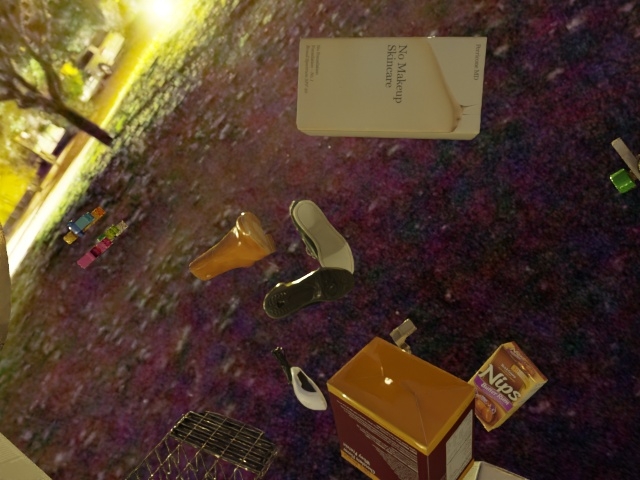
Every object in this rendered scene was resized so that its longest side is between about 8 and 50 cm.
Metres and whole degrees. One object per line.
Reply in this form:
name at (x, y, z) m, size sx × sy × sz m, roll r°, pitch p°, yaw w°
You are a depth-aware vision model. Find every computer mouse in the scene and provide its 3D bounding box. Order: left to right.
computer mouse at (-0.050, 0.324, 1.117) m, size 0.042 × 0.106 × 0.193 m, roll -28°, pitch 27°, yaw -20°

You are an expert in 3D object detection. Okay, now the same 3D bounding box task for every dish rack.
dish rack at (-0.199, 0.385, 0.749) m, size 0.208 × 0.074 × 0.271 m, roll 13°, pitch 31°, yaw 22°

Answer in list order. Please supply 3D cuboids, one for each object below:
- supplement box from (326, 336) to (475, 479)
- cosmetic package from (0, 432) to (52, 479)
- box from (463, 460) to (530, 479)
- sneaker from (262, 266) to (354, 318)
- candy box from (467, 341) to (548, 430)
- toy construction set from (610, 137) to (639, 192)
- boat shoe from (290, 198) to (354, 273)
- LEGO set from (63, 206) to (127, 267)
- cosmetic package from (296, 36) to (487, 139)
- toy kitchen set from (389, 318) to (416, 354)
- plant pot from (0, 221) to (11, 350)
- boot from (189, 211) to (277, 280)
supplement box at (0.132, 0.299, 0.800) m, size 0.191 × 0.194 × 0.129 m, roll 21°, pitch 43°, yaw 41°
cosmetic package at (-0.429, 0.344, 0.624) m, size 0.238 × 0.107 × 0.127 m, roll 32°, pitch 88°, yaw 14°
box at (0.404, 0.619, 1.176) m, size 0.121 × 0.311 × 0.148 m, roll 16°, pitch 71°, yaw 17°
sneaker at (-0.035, 0.121, 1.197) m, size 0.227 × 0.087 × 0.130 m, roll -22°, pitch 4°, yaw -13°
candy box at (0.410, 0.332, 1.121) m, size 0.109 × 0.053 × 0.187 m, roll 55°, pitch 132°, yaw 37°
toy construction set at (0.605, -0.138, 0.794) m, size 0.237 × 0.309 × 0.257 m, roll -42°, pitch 19°, yaw 26°
boat shoe at (0.000, 0.000, 1.314) m, size 0.095 × 0.254 × 0.079 m, roll -42°, pitch 20°, yaw -9°
LEGO set at (-0.493, -0.009, 1.047) m, size 0.093 × 0.087 × 0.227 m, roll -41°, pitch 16°, yaw -1°
cosmetic package at (0.121, -0.264, 0.870) m, size 0.113 × 0.309 × 0.160 m, roll -28°, pitch -60°, yaw -78°
toy kitchen set at (0.257, 0.285, 1.412) m, size 0.075 × 0.083 × 0.068 m, roll -40°, pitch 48°, yaw 5°
plant pot at (-0.619, 0.054, 0.740) m, size 0.284 × 0.190 × 0.284 m, roll 4°, pitch 96°, yaw 41°
boot at (-0.230, 0.031, 1.223) m, size 0.211 × 0.295 × 0.104 m, roll -23°, pitch 78°, yaw 0°
